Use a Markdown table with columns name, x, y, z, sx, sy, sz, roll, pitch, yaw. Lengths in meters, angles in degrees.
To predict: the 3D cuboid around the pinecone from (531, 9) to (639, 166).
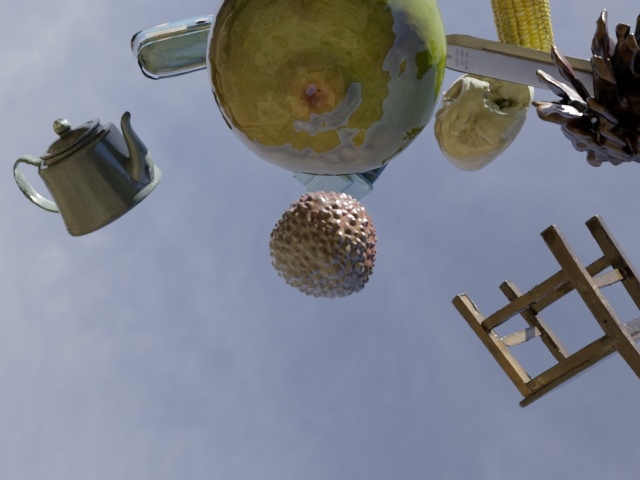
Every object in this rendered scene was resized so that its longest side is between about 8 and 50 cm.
| name | x | y | z | sx | sy | sz | roll | pitch | yaw |
| --- | --- | --- | --- | --- | --- | --- | --- | --- | --- |
| pinecone | 0.383 | -0.187 | 1.022 | 0.201 | 0.228 | 0.203 | 117 | -18 | -48 |

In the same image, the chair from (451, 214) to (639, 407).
| name | x | y | z | sx | sy | sz | roll | pitch | yaw |
| --- | --- | --- | --- | --- | --- | --- | --- | --- | --- |
| chair | 0.446 | 0.199 | 1.373 | 0.240 | 0.203 | 0.416 | -43 | -112 | 35 |

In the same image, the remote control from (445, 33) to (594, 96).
| name | x | y | z | sx | sy | sz | roll | pitch | yaw |
| --- | --- | --- | --- | --- | --- | --- | --- | --- | --- |
| remote control | 0.279 | -0.243 | 1.176 | 0.244 | 0.077 | 0.022 | 15 | -106 | 12 |

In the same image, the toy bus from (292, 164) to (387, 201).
| name | x | y | z | sx | sy | sz | roll | pitch | yaw |
| --- | --- | --- | --- | --- | --- | --- | --- | --- | --- |
| toy bus | 0.064 | -0.188 | 1.842 | 0.190 | 0.152 | 0.312 | -55 | -175 | -12 |

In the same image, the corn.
| name | x | y | z | sx | sy | sz | roll | pitch | yaw |
| --- | --- | --- | --- | --- | --- | --- | --- | --- | --- |
| corn | 0.282 | -0.338 | 1.202 | 0.081 | 0.248 | 0.081 | -15 | -150 | 9 |

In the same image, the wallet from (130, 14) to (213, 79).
| name | x | y | z | sx | sy | sz | roll | pitch | yaw |
| --- | --- | --- | --- | --- | --- | --- | --- | --- | --- |
| wallet | -0.186 | -0.267 | 1.159 | 0.202 | 0.141 | 0.059 | -132 | -154 | -68 |

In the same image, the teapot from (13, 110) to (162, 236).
| name | x | y | z | sx | sy | sz | roll | pitch | yaw |
| --- | --- | --- | --- | --- | --- | --- | --- | --- | --- |
| teapot | -0.344 | -0.107 | 1.217 | 0.239 | 0.149 | 0.162 | -17 | -151 | 28 |

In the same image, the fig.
| name | x | y | z | sx | sy | sz | roll | pitch | yaw |
| --- | --- | --- | --- | --- | --- | --- | --- | --- | --- |
| fig | 0.008 | -0.175 | 0.736 | 0.207 | 0.207 | 0.230 | -25 | -140 | 38 |

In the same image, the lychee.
| name | x | y | z | sx | sy | sz | roll | pitch | yaw |
| --- | --- | --- | --- | --- | --- | --- | --- | --- | --- |
| lychee | 0.000 | 0.000 | 1.242 | 0.165 | 0.165 | 0.197 | -49 | -121 | 23 |

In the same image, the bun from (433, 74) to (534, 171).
| name | x | y | z | sx | sy | sz | roll | pitch | yaw |
| --- | --- | --- | --- | --- | --- | --- | --- | --- | --- |
| bun | 0.279 | -0.227 | 1.495 | 0.193 | 0.128 | 0.178 | -37 | -152 | 55 |
